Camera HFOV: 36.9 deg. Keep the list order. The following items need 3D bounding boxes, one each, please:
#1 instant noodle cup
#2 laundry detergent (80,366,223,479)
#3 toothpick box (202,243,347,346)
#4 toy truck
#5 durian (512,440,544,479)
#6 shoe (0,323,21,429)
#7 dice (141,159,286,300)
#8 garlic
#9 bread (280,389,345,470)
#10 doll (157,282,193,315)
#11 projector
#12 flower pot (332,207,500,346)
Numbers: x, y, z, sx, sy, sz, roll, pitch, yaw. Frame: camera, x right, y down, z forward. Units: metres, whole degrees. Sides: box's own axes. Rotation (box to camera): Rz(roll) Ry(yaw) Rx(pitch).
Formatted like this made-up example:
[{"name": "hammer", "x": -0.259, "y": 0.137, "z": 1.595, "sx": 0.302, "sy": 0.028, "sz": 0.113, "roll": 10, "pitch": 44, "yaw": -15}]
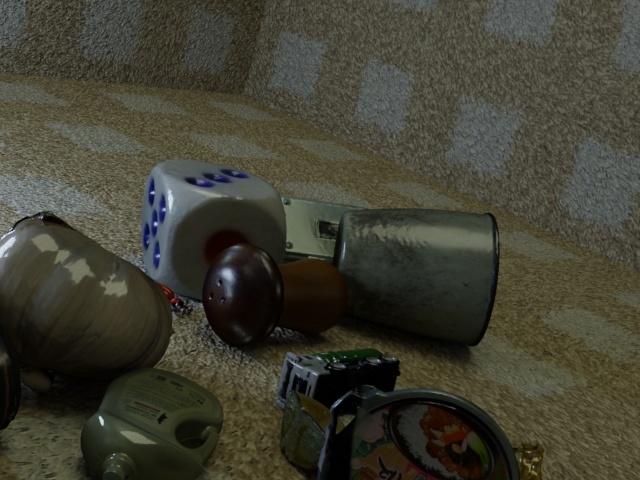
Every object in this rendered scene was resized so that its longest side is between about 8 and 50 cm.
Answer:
[{"name": "instant noodle cup", "x": 0.128, "y": 0.312, "z": 1.303, "sx": 0.302, "sy": 0.258, "sz": 0.181, "roll": 60, "pitch": 3, "yaw": -1}, {"name": "laundry detergent", "x": -0.237, "y": 0.270, "z": 1.324, "sx": 0.181, "sy": 0.091, "sz": 0.253, "roll": 22, "pitch": 17, "yaw": 3}, {"name": "toothpick box", "x": -0.089, "y": 0.104, "z": 1.839, "sx": 0.192, "sy": 0.192, "sz": 0.294, "roll": 29, "pitch": 16, "yaw": 37}, {"name": "toy truck", "x": 0.036, "y": 0.239, "z": 1.659, "sx": 0.125, "sy": 0.101, "sz": 0.243, "roll": 24, "pitch": 15, "yaw": 40}, {"name": "durian", "x": 0.291, "y": 0.383, "z": 1.446, "sx": 0.182, "sy": 0.165, "sz": 0.132, "roll": -38, "pitch": 94, "yaw": -43}, {"name": "shoe", "x": -0.573, "y": 0.124, "z": 1.293, "sx": 0.237, "sy": 0.171, "sz": 0.384, "roll": -4, "pitch": 38, "yaw": -38}, {"name": "dice", "x": -0.231, "y": -0.022, "z": 2.023, "sx": 0.259, "sy": 0.243, "sz": 0.251, "roll": 4, "pitch": 20, "yaw": -25}, {"name": "garlic", "x": -0.376, "y": 0.100, "z": 1.485, "sx": 0.322, "sy": 0.241, "sz": 0.322, "roll": 40, "pitch": 11, "yaw": -10}, {"name": "bread", "x": -0.007, "y": 0.293, "z": 1.469, "sx": 0.094, "sy": 0.083, "sz": 0.157, "roll": 5, "pitch": 22, "yaw": -40}, {"name": "doll", "x": -0.302, "y": 0.111, "z": 1.871, "sx": 0.114, "sy": 0.039, "sz": 0.057, "roll": 31, "pitch": 50, "yaw": 15}, {"name": "projector", "x": 0.000, "y": 0.000, "z": 2.248, "sx": 0.257, "sy": 0.099, "sz": 0.191, "roll": 9, "pitch": 56, "yaw": -19}, {"name": "flower pot", "x": 0.194, "y": 0.065, "z": 2.074, "sx": 0.331, "sy": 0.293, "sz": 0.293, "roll": 7, "pitch": 17, "yaw": -2}]
